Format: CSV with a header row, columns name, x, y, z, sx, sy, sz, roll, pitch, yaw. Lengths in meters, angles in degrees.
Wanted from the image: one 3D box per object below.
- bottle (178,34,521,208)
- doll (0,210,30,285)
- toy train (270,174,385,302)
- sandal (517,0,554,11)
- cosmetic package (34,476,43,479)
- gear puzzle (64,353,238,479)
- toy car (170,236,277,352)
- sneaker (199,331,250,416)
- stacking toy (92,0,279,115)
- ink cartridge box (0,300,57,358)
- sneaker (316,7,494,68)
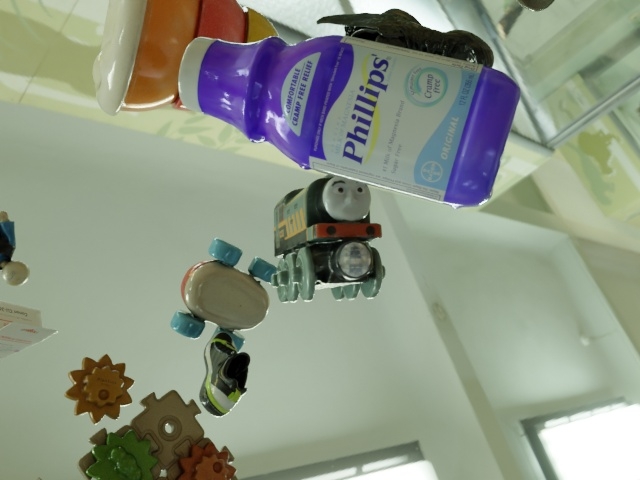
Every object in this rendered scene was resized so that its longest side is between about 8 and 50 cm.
name,x,y,z,sx,sy,sz,roll,pitch,yaw
bottle,0.018,-0.114,0.517,0.282,0.118,0.092,17,-175,11
doll,-0.504,0.003,0.865,0.189,0.129,0.046,36,-179,-8
toy train,0.000,0.000,0.939,0.142,0.334,0.190,-2,-96,-14
sandal,0.338,-0.439,0.855,0.090,0.219,0.060,25,-141,5
cosmetic package,-0.457,0.482,1.031,0.099,0.239,0.060,40,-122,11
gear puzzle,-0.193,0.280,0.753,0.339,0.044,0.175,55,-137,1
toy car,-0.248,0.107,1.401,0.210,0.219,0.238,28,177,-33
sneaker,-0.170,0.248,1.172,0.084,0.097,0.235,46,-166,-24
stacking toy,-0.202,-0.387,1.246,0.479,0.351,0.351,9,-130,-26
ink cartridge box,-0.621,0.174,1.151,0.115,0.198,0.067,38,-148,-63
sneaker,0.083,-0.196,0.614,0.170,0.051,0.089,34,-132,27
